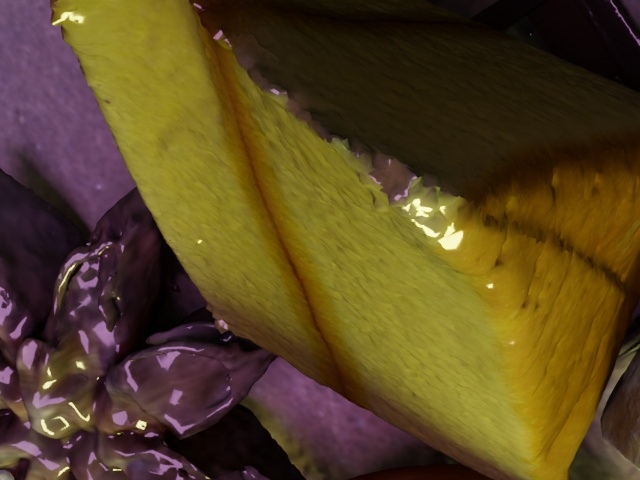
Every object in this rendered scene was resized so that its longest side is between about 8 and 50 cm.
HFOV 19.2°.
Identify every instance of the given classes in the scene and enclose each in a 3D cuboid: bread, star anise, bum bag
[{"bbox_3d":[0.000,0.000,0.863,0.233,0.361,0.245,29,106,21],"label":"bread"},{"bbox_3d":[-0.146,0.101,1.171,0.331,0.117,0.332,8,111,22],"label":"star anise"},{"bbox_3d":[0.141,-0.064,1.004,0.109,0.026,0.159,-30,92,34],"label":"bum bag"}]

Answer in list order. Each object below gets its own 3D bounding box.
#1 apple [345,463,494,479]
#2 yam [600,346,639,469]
[{"bbox_3d":[0.072,0.248,1.054,0.241,0.242,0.242,-13,107,25],"label":"apple"},{"bbox_3d":[0.264,0.017,0.920,0.133,0.133,0.330,37,121,7],"label":"yam"}]
